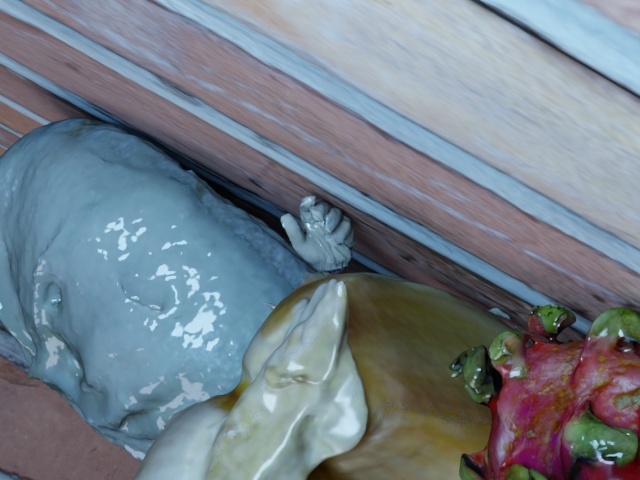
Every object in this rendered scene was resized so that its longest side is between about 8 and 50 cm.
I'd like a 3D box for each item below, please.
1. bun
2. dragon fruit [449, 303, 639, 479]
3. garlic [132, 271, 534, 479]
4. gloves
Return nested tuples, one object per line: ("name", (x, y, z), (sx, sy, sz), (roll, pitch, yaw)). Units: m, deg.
("bun", (-0.115, 0.062, 1.135), (0.354, 0.194, 0.354), (38, 171, 7))
("dragon fruit", (0.145, 0.112, 0.779), (0.166, 0.160, 0.172), (9, -176, -30))
("garlic", (0.037, 0.156, 0.928), (0.249, 0.286, 0.313), (4, 160, 47))
("gloves", (-0.001, -0.002, 0.945), (0.044, 0.037, 0.081), (-12, 155, -3))
